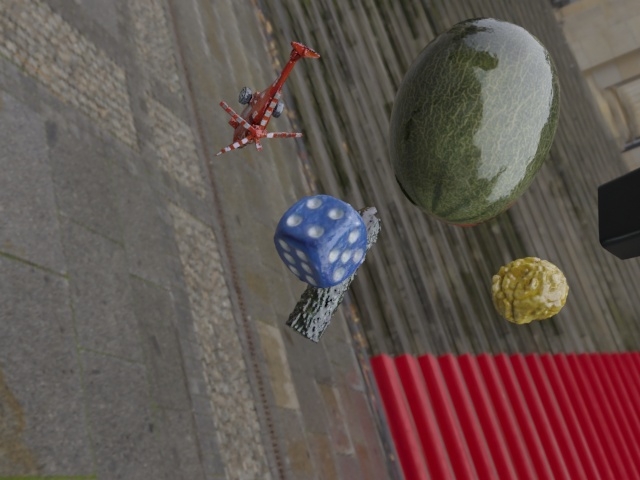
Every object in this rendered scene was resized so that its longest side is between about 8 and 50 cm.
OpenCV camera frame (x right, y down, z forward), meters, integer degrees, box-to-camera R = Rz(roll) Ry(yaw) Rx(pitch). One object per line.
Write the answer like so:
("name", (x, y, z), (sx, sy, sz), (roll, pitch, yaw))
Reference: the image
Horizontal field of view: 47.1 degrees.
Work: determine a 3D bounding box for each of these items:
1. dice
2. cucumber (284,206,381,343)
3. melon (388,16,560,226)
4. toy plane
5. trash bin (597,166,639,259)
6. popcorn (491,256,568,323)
("dice", (0.000, 0.000, 1.493), (0.146, 0.146, 0.143), (27, -31, 36))
("cucumber", (0.046, 0.068, 1.714), (0.096, 0.360, 0.096), (30, -13, 8))
("melon", (0.221, -0.171, 1.078), (0.302, 0.237, 0.237), (-69, 158, -8))
("toy plane", (-0.081, -0.204, 1.038), (0.077, 0.126, 0.194), (-102, -160, -46))
("trash bin", (0.662, -0.069, 1.419), (0.115, 0.225, 0.165), (26, 58, -31))
("popcorn", (0.485, 0.122, 1.700), (0.170, 0.179, 0.180), (-78, 145, -74))
